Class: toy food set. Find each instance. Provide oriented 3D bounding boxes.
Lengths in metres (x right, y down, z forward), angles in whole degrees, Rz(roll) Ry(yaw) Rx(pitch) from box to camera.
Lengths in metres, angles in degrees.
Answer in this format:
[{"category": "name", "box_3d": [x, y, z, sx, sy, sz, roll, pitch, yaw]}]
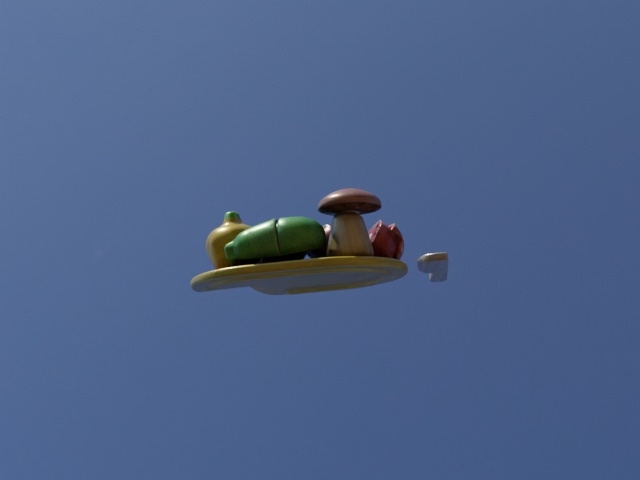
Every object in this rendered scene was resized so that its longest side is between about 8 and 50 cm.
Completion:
[{"category": "toy food set", "box_3d": [0.000, 0.000, 1.131, 0.218, 0.128, 0.071, -5, -100, 11]}]
